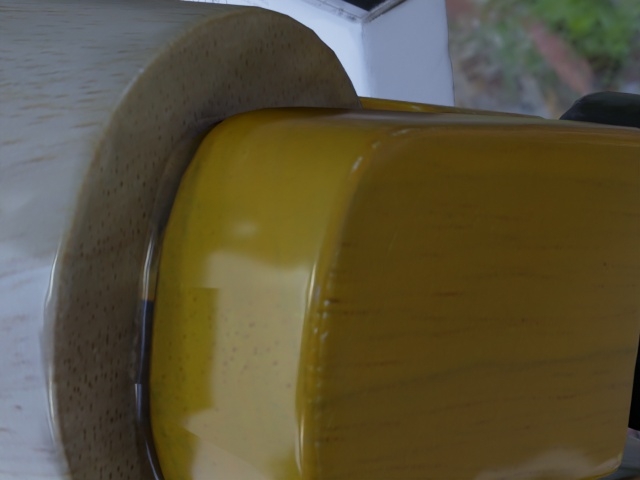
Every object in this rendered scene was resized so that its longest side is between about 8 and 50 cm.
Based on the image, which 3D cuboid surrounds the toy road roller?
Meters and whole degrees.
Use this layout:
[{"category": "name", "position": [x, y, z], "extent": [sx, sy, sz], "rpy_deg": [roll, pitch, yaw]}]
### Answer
[{"category": "toy road roller", "position": [-0.021, 0.069, 0.500], "extent": [0.329, 0.202, 0.240], "rpy_deg": [2, -85, -59]}]

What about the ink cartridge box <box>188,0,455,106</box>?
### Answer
[{"category": "ink cartridge box", "position": [0.000, 0.000, 1.036], "extent": [0.176, 0.069, 0.371], "rpy_deg": [30, 140, 39]}]
